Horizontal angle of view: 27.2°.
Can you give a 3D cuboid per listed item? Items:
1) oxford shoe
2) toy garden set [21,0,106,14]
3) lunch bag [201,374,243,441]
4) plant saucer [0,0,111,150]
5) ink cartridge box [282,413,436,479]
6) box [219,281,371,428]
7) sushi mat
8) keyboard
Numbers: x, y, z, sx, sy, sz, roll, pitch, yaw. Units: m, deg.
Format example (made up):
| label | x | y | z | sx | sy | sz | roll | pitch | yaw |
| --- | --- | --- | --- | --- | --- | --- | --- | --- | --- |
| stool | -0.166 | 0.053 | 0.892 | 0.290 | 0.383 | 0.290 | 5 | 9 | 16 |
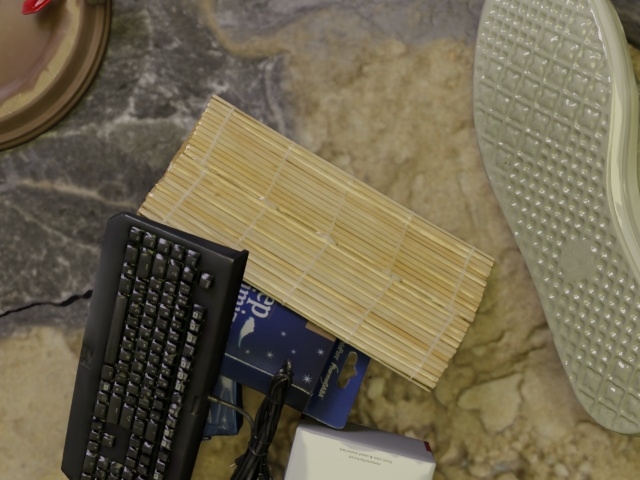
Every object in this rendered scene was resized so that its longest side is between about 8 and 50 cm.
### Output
| label | x | y | z | sx | sy | sz | roll | pitch | yaw |
| --- | --- | --- | --- | --- | --- | --- | --- | --- | --- |
| oxford shoe | 0.254 | -0.048 | 1.198 | 0.130 | 0.169 | 0.449 | -8 | 79 | -43 |
| toy garden set | -0.207 | -0.311 | 1.207 | 0.244 | 0.049 | 0.204 | -32 | 89 | -14 |
| lunch bag | -0.106 | 0.138 | 1.222 | 0.065 | 0.067 | 0.098 | 0 | 93 | 2 |
| plant saucer | -0.337 | -0.219 | 1.243 | 0.278 | 0.041 | 0.278 | 0 | 90 | 2 |
| ink cartridge box | 0.020 | 0.259 | 1.189 | 0.127 | 0.128 | 0.176 | 15 | 91 | 1 |
| box | -0.059 | 0.069 | 1.198 | 0.225 | 0.036 | 0.136 | 25 | 45 | 0 |
| sushi mat | 0.000 | 0.000 | 1.217 | 0.316 | 0.019 | 0.151 | 31 | 61 | 1 |
| keyboard | -0.117 | 0.134 | 1.151 | 0.201 | 0.033 | 0.317 | 19 | 123 | 4 |
